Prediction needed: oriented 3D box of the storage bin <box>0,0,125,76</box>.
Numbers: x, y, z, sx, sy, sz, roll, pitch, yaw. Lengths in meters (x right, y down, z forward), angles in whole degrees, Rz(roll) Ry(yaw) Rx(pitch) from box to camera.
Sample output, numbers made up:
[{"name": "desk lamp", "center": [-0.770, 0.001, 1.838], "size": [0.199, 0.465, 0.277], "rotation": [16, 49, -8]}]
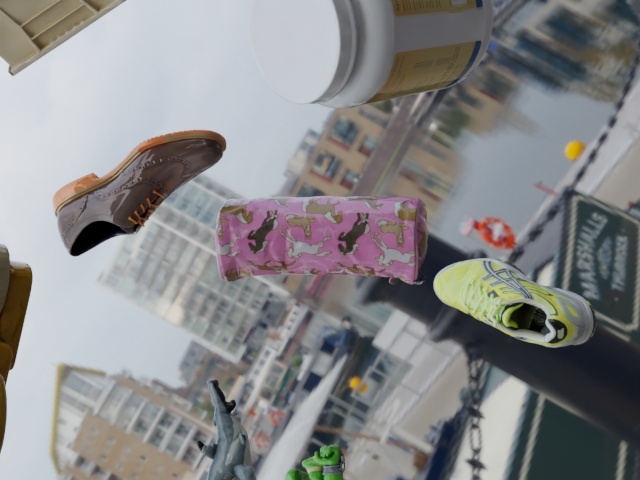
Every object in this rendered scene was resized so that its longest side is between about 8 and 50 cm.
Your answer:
[{"name": "storage bin", "center": [-0.439, -0.449, 1.426], "size": [0.260, 0.123, 0.262], "rotation": [-28, 47, 15]}]

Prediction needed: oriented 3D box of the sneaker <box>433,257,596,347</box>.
[{"name": "sneaker", "center": [0.402, 0.129, 1.926], "size": [0.147, 0.384, 0.145], "rotation": [-4, -76, -48]}]

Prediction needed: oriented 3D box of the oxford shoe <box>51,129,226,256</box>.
[{"name": "oxford shoe", "center": [-0.322, -0.082, 1.607], "size": [0.363, 0.133, 0.130], "rotation": [-26, -29, 17]}]

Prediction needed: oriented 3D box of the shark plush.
[{"name": "shark plush", "center": [-0.121, 0.256, 1.091], "size": [0.073, 0.067, 0.161], "rotation": [-177, 81, -75]}]

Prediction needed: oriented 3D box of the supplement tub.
[{"name": "supplement tub", "center": [0.049, -0.203, 0.826], "size": [0.199, 0.144, 0.144], "rotation": [-18, -31, -39]}]

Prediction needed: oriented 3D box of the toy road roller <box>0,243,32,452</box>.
[{"name": "toy road roller", "center": [-0.499, 0.166, 1.168], "size": [0.240, 0.202, 0.330], "rotation": [17, 95, 55]}]

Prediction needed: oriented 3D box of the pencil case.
[{"name": "pencil case", "center": [0.000, 0.000, 1.585], "size": [0.160, 0.386, 0.167], "rotation": [-59, -30, -73]}]

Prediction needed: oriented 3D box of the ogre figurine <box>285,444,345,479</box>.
[{"name": "ogre figurine", "center": [-0.011, 0.414, 1.401], "size": [0.197, 0.096, 0.118], "rotation": [-35, 54, 31]}]
